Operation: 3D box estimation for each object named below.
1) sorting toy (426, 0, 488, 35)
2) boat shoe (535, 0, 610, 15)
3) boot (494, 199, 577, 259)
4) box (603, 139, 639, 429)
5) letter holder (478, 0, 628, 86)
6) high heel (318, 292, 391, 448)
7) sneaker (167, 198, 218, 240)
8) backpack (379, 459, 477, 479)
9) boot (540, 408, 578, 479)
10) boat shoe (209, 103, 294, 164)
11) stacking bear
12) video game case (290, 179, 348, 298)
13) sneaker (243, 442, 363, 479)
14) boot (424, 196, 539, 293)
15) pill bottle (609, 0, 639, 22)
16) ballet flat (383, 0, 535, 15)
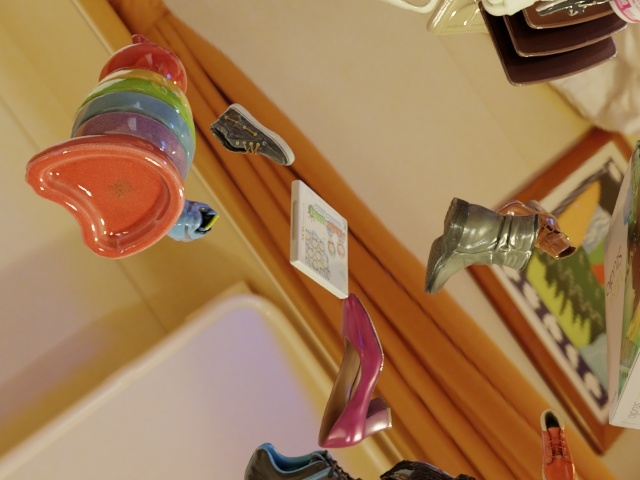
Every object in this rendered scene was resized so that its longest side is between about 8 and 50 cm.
[{"bbox_3d":[0.373,-0.573,1.875,0.229,0.041,0.307,-11,146,-41],"label":"sorting toy"},{"bbox_3d":[0.374,-0.346,1.259,0.125,0.038,0.046,-22,-159,2],"label":"boat shoe"},{"bbox_3d":[0.463,-0.016,1.909,0.197,0.152,0.073,-14,145,-35],"label":"boot"},{"bbox_3d":[0.433,0.057,1.175,0.232,0.058,0.322,85,13,-50],"label":"box"},{"bbox_3d":[0.530,-0.472,1.870,0.301,0.214,0.152,-18,177,-19],"label":"letter holder"},{"bbox_3d":[0.053,0.314,2.038,0.181,0.377,0.127,-16,-164,-14],"label":"high heel"},{"bbox_3d":[-0.199,-0.029,1.410,0.082,0.069,0.209,8,180,7],"label":"sneaker"},{"bbox_3d":[0.202,0.587,1.804,0.276,0.213,0.263,-31,-155,-16],"label":"backpack"},{"bbox_3d":[0.418,0.376,1.547,0.059,0.085,0.158,-10,-140,9],"label":"boot"},{"bbox_3d":[-0.147,-0.205,1.848,0.083,0.183,0.065,-47,172,-27],"label":"boat shoe"},{"bbox_3d":[-0.238,-0.149,1.113,0.164,0.175,0.289,-20,-139,17],"label":"stacking bear"},{"bbox_3d":[0.000,0.000,1.386,0.019,0.143,0.157,-15,149,26],"label":"video game case"},{"bbox_3d":[0.024,0.466,1.601,0.340,0.140,0.125,10,-175,-1],"label":"sneaker"},{"bbox_3d":[0.277,0.031,1.509,0.246,0.161,0.083,106,-2,-52],"label":"boot"},{"bbox_3d":[0.715,-0.534,1.700,0.160,0.160,0.283,-37,-163,-30],"label":"pill bottle"},{"bbox_3d":[0.157,-0.309,0.949,0.400,0.139,0.139,10,-161,17],"label":"ballet flat"}]
